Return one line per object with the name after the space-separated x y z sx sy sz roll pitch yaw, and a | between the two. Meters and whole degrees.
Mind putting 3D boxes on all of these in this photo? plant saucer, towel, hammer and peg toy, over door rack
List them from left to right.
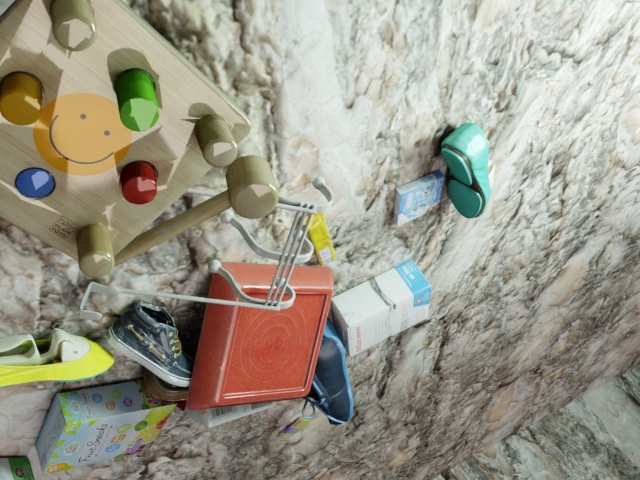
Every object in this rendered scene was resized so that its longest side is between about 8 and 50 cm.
-0.211 -0.077 0.764 0.266 0.127 0.361 -39 132 12 | hammer and peg toy
-0.168 -0.004 1.026 0.324 0.108 0.240 0 136 -22 | over door rack
-0.087 0.170 1.250 0.258 0.047 0.259 5 101 -42 | plant saucer
-0.066 0.478 1.858 0.083 0.009 0.060 -42 148 17 | towel

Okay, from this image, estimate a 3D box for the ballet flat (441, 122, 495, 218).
0.267 -0.121 1.258 0.087 0.083 0.247 -48 152 -8 | ballet flat

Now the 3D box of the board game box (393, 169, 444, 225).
0.173 -0.075 1.292 0.090 0.020 0.090 -23 147 -14 | board game box

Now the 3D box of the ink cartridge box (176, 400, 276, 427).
-0.190 0.300 1.405 0.145 0.179 0.045 -11 102 -32 | ink cartridge box

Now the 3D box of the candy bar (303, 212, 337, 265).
0.000 0.000 1.244 0.040 0.018 0.161 -26 149 -4 | candy bar

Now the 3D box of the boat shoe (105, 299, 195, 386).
-0.248 0.169 1.172 0.083 0.065 0.183 -44 124 14 | boat shoe

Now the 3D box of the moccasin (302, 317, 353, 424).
-0.009 0.287 1.558 0.116 0.138 0.342 -21 133 -10 | moccasin

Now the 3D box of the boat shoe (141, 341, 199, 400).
-0.177 0.228 1.336 0.307 0.111 0.104 0 153 -31 | boat shoe

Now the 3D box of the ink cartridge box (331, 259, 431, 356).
0.124 0.140 1.486 0.190 0.082 0.140 -24 147 -12 | ink cartridge box

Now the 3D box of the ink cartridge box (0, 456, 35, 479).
-0.589 0.454 1.227 0.087 0.153 0.208 -43 146 18 | ink cartridge box

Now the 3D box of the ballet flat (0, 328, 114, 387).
-0.412 0.169 1.070 0.230 0.077 0.077 -3 121 -36 | ballet flat

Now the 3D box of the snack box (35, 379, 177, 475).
-0.388 0.333 1.314 0.207 0.070 0.175 -2 138 -38 | snack box
